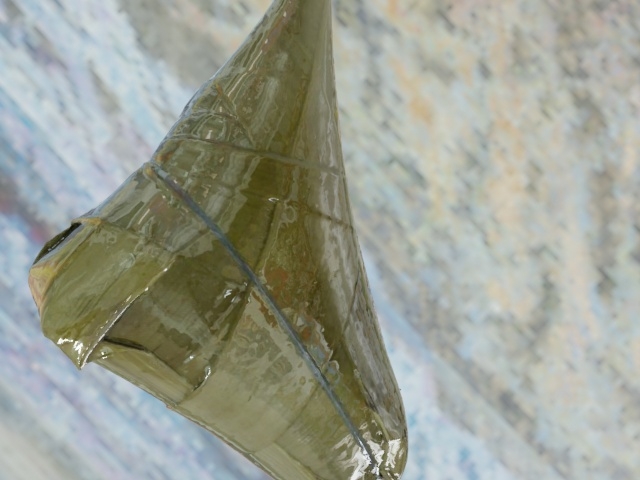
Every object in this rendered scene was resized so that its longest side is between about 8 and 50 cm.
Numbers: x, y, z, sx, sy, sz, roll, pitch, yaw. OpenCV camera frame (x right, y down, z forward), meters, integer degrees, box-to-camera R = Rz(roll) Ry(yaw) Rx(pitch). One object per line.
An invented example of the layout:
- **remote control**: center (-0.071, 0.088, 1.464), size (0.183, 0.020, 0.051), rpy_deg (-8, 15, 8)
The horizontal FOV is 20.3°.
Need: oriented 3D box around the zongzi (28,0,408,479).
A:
- **zongzi**: center (0.000, 0.000, 0.975), size (0.228, 0.256, 0.115), rpy_deg (37, 178, -26)
